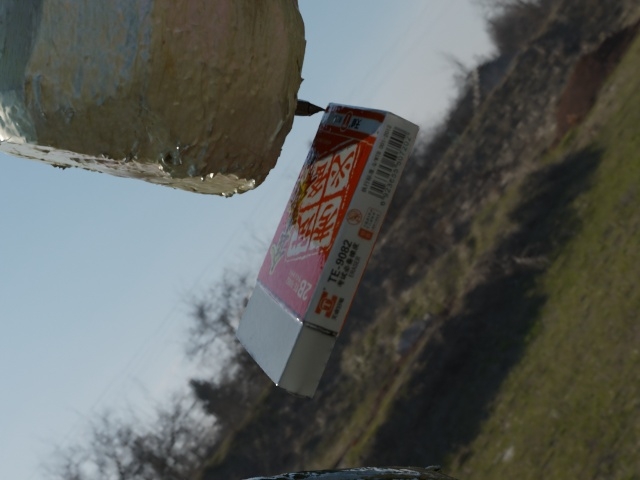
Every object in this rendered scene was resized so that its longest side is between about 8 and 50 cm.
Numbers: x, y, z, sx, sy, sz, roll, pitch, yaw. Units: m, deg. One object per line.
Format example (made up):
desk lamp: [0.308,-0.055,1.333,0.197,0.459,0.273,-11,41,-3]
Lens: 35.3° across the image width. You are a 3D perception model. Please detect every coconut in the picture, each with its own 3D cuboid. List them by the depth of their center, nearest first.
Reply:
coconut: [-0.163,-0.182,0.917,0.297,0.297,0.255,48,-126,-84]

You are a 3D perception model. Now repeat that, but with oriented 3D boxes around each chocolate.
chocolate: [-0.067,-0.157,1.144,0.182,0.086,0.028,-5,-80,-51]

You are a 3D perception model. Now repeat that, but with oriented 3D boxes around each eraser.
eraser: [0.000,0.000,0.843,0.230,0.038,0.157,-68,20,3]

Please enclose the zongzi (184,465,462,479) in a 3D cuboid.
zongzi: [0.039,0.135,0.382,0.176,0.160,0.079,4,89,55]
